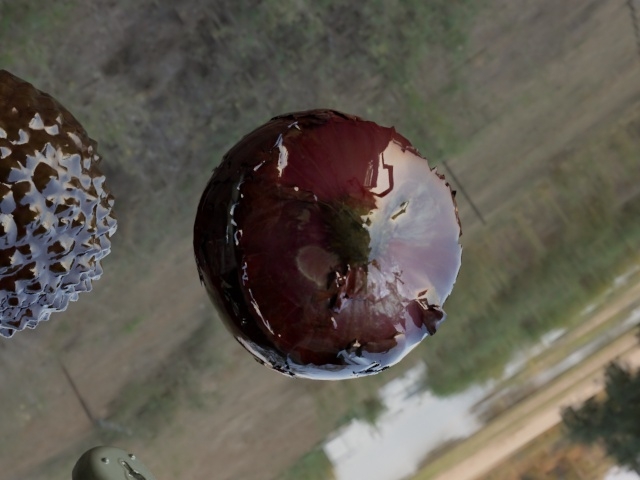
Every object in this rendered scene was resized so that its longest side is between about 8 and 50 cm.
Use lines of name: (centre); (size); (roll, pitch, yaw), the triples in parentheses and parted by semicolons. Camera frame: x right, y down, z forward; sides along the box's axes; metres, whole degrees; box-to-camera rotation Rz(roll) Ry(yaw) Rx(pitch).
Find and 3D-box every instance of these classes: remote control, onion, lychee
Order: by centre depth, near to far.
onion: (0.000, 0.000, 0.832); (0.184, 0.184, 0.147); (-29, -164, -11)
lychee: (-0.323, -0.023, 1.068); (0.267, 0.267, 0.267); (-30, 165, -9)
remote control: (-0.140, 0.264, 1.107); (0.042, 0.221, 0.078); (-53, 154, 17)
